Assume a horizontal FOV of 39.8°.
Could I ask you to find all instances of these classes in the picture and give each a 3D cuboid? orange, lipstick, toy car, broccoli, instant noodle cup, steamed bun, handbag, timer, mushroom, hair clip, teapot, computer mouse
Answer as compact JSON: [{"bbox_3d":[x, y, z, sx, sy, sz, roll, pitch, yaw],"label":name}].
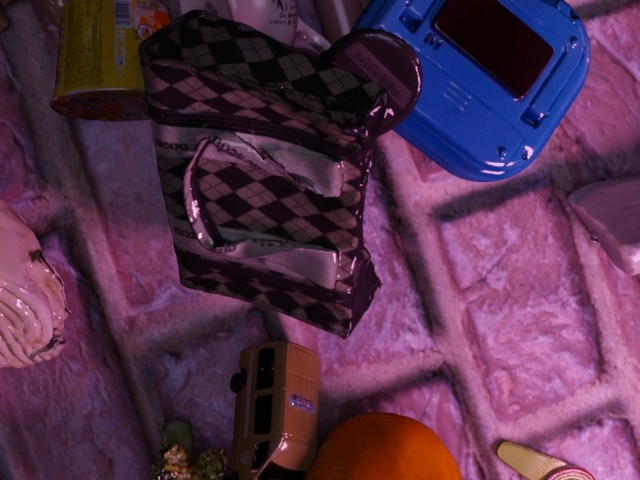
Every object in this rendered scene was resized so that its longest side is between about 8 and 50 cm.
[{"bbox_3d":[0.092,0.380,1.323,0.246,0.246,0.246,0,94,-1],"label":"orange"},{"bbox_3d":[0.025,-0.366,1.351,0.070,0.070,0.255,-16,94,1],"label":"lipstick"},{"bbox_3d":[-0.068,0.281,1.316,0.124,0.101,0.257,-21,54,37],"label":"toy car"},{"bbox_3d":[-0.217,0.366,1.365,0.194,0.220,0.194,-2,63,5],"label":"broccoli"},{"bbox_3d":[-0.298,-0.268,1.299,0.204,0.205,0.153,-4,88,0],"label":"instant noodle cup"},{"bbox_3d":[-0.564,0.052,1.296,0.394,0.237,0.346,22,125,-33],"label":"steamed bun"},{"bbox_3d":[-0.059,-0.070,1.177,0.316,0.416,0.180,20,49,21],"label":"handbag"},{"bbox_3d":[0.224,-0.273,1.311,0.340,0.115,0.309,36,82,-11],"label":"timer"},{"bbox_3d":[0.559,-0.072,1.353,0.328,0.122,0.159,-28,103,1],"label":"mushroom"},{"bbox_3d":[0.372,0.374,1.425,0.188,0.033,0.060,26,93,-3],"label":"hair clip"},{"bbox_3d":[-0.100,-0.332,1.297,0.300,0.166,0.208,45,133,6],"label":"teapot"},{"bbox_3d":[0.030,-0.198,1.218,0.264,0.088,0.147,-33,114,29],"label":"computer mouse"}]

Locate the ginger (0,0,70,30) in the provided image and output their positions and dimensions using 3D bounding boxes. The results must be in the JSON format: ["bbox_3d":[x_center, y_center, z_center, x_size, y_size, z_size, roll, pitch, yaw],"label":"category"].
[{"bbox_3d":[-0.490,-0.384,1.354,0.258,0.065,0.149,32,106,-8],"label":"ginger"}]
